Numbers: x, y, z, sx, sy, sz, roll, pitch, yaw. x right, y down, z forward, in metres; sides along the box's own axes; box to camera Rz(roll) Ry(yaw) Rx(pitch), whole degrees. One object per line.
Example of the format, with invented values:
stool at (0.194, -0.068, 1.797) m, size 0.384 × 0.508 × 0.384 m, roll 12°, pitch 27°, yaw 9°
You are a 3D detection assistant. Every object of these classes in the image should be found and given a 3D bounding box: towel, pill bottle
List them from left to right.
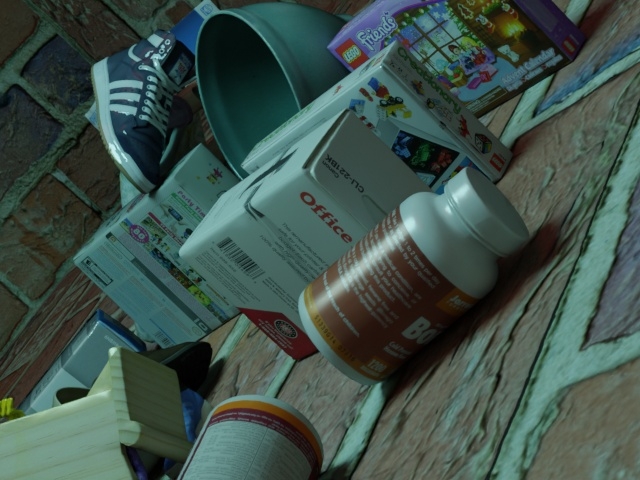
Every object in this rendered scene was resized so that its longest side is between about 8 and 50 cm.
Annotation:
towel at (-0.259, -0.050, 2.335) m, size 0.090 × 0.320 × 0.374 m, roll -1°, pitch 25°, yaw 8°
pill bottle at (-0.080, 0.249, 1.203) m, size 0.121 × 0.121 × 0.221 m, roll -38°, pitch 16°, yaw 34°
pill bottle at (0.091, 0.032, 1.305) m, size 0.216 × 0.121 × 0.121 m, roll -42°, pitch 14°, yaw 20°

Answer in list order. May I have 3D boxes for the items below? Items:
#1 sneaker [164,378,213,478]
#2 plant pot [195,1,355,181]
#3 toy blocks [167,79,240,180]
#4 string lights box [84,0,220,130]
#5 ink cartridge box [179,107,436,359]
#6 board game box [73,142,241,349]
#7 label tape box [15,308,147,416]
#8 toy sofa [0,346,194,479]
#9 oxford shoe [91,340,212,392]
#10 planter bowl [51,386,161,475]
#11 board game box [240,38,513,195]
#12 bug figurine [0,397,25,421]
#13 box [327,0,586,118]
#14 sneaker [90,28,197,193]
sneaker at (-0.187, 0.227, 1.682) m, size 0.058 × 0.084 × 0.152 m, roll -40°, pitch 15°, yaw 26°
plant pot at (-0.022, -0.217, 1.946) m, size 0.196 × 0.293 × 0.293 m, roll -25°, pitch 2°, yaw -27°
toy blocks at (-0.138, -0.147, 2.184) m, size 0.309 × 0.288 × 0.260 m, roll -27°, pitch 18°, yaw 47°
string lights box at (-0.270, -0.284, 2.274) m, size 0.259 × 0.077 × 0.133 m, roll -46°, pitch 7°, yaw -22°
ink cartridge box at (0.000, 0.000, 1.518) m, size 0.273 × 0.197 × 0.114 m, roll -30°, pitch 21°, yaw 50°
board game box at (-0.203, 0.021, 2.041) m, size 0.303 × 0.224 × 0.097 m, roll -33°, pitch 17°, yaw 45°
label tape box at (-0.420, 0.280, 2.143) m, size 0.347 × 0.115 × 0.249 m, roll -50°, pitch 9°, yaw -5°
toy sofa at (-0.334, 0.263, 1.555) m, size 0.363 × 0.177 × 0.150 m, roll -19°, pitch -23°, yaw 15°
oxford shoe at (-0.223, 0.171, 1.811) m, size 0.227 × 0.096 × 0.082 m, roll -15°, pitch -60°, yaw -62°
planter bowl at (-0.284, 0.271, 1.745) m, size 0.162 × 0.162 × 0.109 m, roll -131°, pitch 62°, yaw -77°
board game box at (0.060, -0.096, 1.626) m, size 0.305 × 0.193 × 0.053 m, roll -30°, pitch 21°, yaw 49°
bug figurine at (-0.399, 0.345, 1.712) m, size 0.216 × 0.072 × 0.278 m, roll -14°, pitch 70°, yaw 50°
box at (0.168, -0.255, 1.740) m, size 0.293 × 0.201 × 0.057 m, roll -31°, pitch 20°, yaw 51°
sneaker at (-0.243, -0.202, 1.983) m, size 0.153 × 0.099 × 0.282 m, roll -29°, pitch 47°, yaw 10°
